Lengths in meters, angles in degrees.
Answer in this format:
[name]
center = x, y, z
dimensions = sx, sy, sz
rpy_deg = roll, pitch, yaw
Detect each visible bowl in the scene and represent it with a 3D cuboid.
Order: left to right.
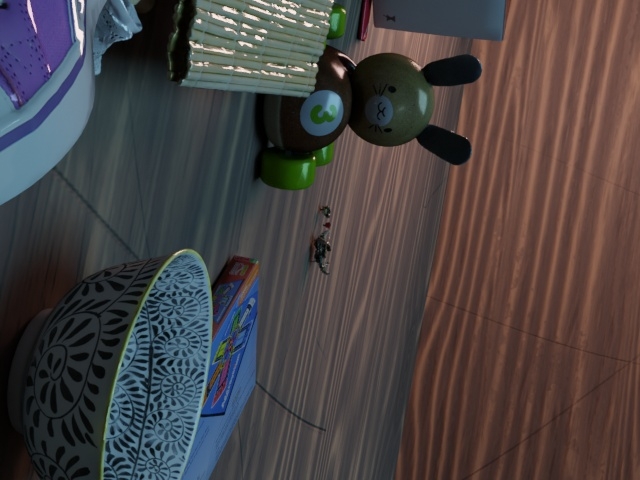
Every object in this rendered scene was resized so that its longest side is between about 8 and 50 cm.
[bowl]
center = -0.125, 0.082, 0.672
dimensions = 0.170, 0.080, 0.170
rpy_deg = 9, 90, -79

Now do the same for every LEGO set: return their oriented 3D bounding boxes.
[LEGO set]
center = 0.000, 0.000, 1.406
dimensions = 0.054, 0.023, 0.083
rpy_deg = 83, 7, -62

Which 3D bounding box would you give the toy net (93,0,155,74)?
[toy net]
center = -0.097, -0.178, 0.680
dimensions = 0.232, 0.045, 0.122
rpy_deg = -69, 165, -45

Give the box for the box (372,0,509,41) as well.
[box]
center = 0.176, -0.451, 1.484
dimensions = 0.215, 0.168, 0.345
rpy_deg = 84, 18, -54

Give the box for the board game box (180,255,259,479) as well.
[board game box]
center = -0.104, 0.145, 0.971
dimensions = 0.281, 0.027, 0.145
rpy_deg = -63, 162, -56

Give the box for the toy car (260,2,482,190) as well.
[toy car]
center = 0.051, -0.127, 1.096
dimensions = 0.149, 0.188, 0.155
rpy_deg = -55, 153, -65

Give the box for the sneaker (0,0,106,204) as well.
[sneaker]
center = -0.134, -0.137, 0.426
dimensions = 0.282, 0.102, 0.161
rpy_deg = -84, 172, -48

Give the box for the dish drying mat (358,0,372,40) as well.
[dish drying mat]
center = 0.057, -0.288, 1.462
dimensions = 0.032, 0.008, 0.083
rpy_deg = -22, 121, -76

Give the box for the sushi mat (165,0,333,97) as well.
[sushi mat]
center = -0.032, -0.176, 0.823
dimensions = 0.316, 0.019, 0.151
rpy_deg = -22, 127, -75
